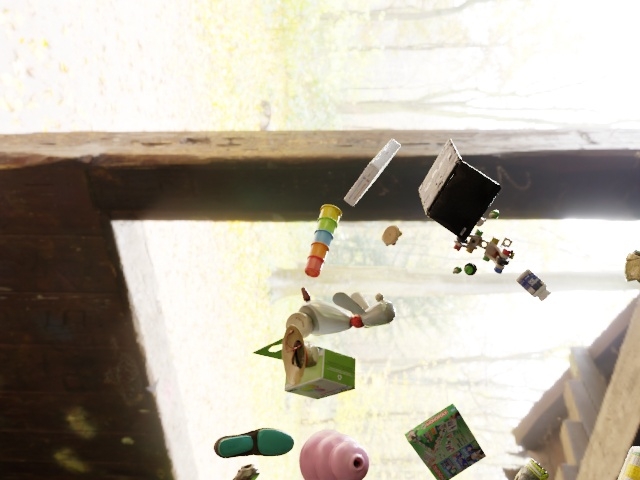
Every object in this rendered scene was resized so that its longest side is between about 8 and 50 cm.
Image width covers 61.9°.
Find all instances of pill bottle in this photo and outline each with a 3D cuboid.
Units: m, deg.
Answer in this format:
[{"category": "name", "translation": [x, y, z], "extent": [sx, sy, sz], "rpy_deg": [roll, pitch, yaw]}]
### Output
[{"category": "pill bottle", "translation": [0.852, 0.672, 1.419], "extent": [0.208, 0.117, 0.118], "rpy_deg": [-56, 166, -16]}, {"category": "pill bottle", "translation": [0.776, 0.164, 1.938], "extent": [0.120, 0.067, 0.067], "rpy_deg": [47, -13, 19]}]

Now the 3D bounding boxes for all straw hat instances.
[{"category": "straw hat", "translation": [-0.037, 0.265, 1.248], "extent": [0.144, 0.061, 0.145], "rpy_deg": [-19, -111, 62]}]

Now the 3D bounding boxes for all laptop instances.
[{"category": "laptop", "translation": [0.470, -0.179, 1.844], "extent": [0.264, 0.136, 0.234], "rpy_deg": [-93, -155, -55]}]

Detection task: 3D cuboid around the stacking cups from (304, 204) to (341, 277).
[{"category": "stacking cups", "translation": [0.000, 0.000, 2.161], "extent": [0.096, 0.095, 0.316], "rpy_deg": [86, 20, -53]}]

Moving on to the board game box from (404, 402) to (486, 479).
[{"category": "board game box", "translation": [0.467, 0.758, 1.972], "extent": [0.317, 0.213, 0.046], "rpy_deg": [57, 1, -31]}]

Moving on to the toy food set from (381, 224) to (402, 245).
[{"category": "toy food set", "translation": [0.261, -0.018, 1.962], "extent": [0.083, 0.020, 0.083], "rpy_deg": [-53, -140, 13]}]

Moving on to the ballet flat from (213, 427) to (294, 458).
[{"category": "ballet flat", "translation": [-0.231, 0.691, 1.828], "extent": [0.096, 0.280, 0.096], "rpy_deg": [148, -54, -61]}]

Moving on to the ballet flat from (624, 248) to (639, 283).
[{"category": "ballet flat", "translation": [0.996, 0.122, 1.430], "extent": [0.348, 0.123, 0.123], "rpy_deg": [24, -58, 47]}]

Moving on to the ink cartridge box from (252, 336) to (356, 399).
[{"category": "ink cartridge box", "translation": [-0.052, 0.375, 1.546], "extent": [0.188, 0.255, 0.097], "rpy_deg": [-32, -135, 44]}]

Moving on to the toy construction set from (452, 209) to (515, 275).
[{"category": "toy construction set", "translation": [0.738, -0.009, 2.348], "extent": [0.237, 0.257, 0.309], "rpy_deg": [-14, 105, -53]}]

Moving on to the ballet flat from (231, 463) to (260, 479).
[{"category": "ballet flat", "translation": [-0.289, 0.769, 1.605], "extent": [0.250, 0.058, 0.084], "rpy_deg": [-43, 156, -13]}]

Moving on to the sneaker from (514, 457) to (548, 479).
[{"category": "sneaker", "translation": [0.859, 1.001, 2.221], "extent": [0.111, 0.121, 0.300], "rpy_deg": [46, -13, 39]}]

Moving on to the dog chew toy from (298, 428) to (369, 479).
[{"category": "dog chew toy", "translation": [0.057, 0.745, 1.796], "extent": [0.332, 0.206, 0.207], "rpy_deg": [140, -45, -61]}]

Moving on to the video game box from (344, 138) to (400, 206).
[{"category": "video game box", "translation": [0.179, -0.234, 1.826], "extent": [0.205, 0.048, 0.187], "rpy_deg": [-50, 175, -45]}]

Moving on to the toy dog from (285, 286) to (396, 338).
[{"category": "toy dog", "translation": [0.053, 0.201, 1.631], "extent": [0.220, 0.333, 0.161], "rpy_deg": [63, 17, -80]}]
